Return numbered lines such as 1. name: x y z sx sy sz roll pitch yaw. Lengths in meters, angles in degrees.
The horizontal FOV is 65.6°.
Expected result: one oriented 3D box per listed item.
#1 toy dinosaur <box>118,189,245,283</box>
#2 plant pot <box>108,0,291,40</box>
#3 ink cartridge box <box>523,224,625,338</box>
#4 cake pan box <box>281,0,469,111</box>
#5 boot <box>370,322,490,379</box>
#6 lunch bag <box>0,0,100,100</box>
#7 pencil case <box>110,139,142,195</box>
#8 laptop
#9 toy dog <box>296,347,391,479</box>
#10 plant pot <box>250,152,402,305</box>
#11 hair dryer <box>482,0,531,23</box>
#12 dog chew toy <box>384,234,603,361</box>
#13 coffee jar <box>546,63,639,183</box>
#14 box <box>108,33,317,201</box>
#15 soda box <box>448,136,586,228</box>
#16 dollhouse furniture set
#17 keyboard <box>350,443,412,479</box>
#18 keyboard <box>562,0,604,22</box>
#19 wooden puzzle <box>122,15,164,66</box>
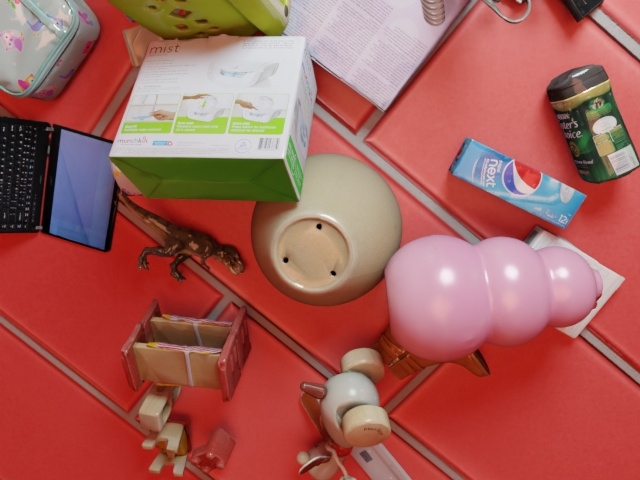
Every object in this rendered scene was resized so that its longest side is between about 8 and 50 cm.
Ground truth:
1. toy dinosaur: -0.281 0.015 0.955 0.268 0.064 0.118 30 103 -21
2. plant pot: -0.157 -0.423 0.725 0.207 0.227 0.228 7 94 16
3. ink cartridge box: 0.427 0.075 0.901 0.179 0.045 0.145 29 106 -9
4. cake pan box: 0.077 -0.386 0.814 0.267 0.070 0.245 36 104 -2
5. boot: 0.207 0.221 0.950 0.197 0.073 0.152 44 105 8
6. lunch bag: -0.551 -0.409 0.877 0.279 0.108 0.224 44 106 -4
7. pencil case: -0.233 -0.145 0.897 0.274 0.113 0.124 -3 87 8
8. laptop: -0.540 -0.100 0.940 0.137 0.265 0.234 28 110 39
9. toy dog: 0.009 0.351 0.936 0.161 0.220 0.333 14 106 -12
10. plant pot: 0.000 0.000 0.860 0.285 0.191 0.283 2 105 8
11. hair dryer: 0.208 -0.445 0.704 0.293 0.223 0.080 42 130 -2
12. dog chew toy: 0.274 0.085 0.804 0.332 0.206 0.206 -5 103 7
13. coffee jar: 0.434 -0.188 0.797 0.079 0.096 0.184 -25 99 11
14. box: -0.153 -0.191 0.773 0.262 0.126 0.230 1 64 10
15. soda box: 0.331 -0.100 0.847 0.210 0.071 0.067 26 107 1
16. dollhouse furniture set: -0.255 0.315 1.023 0.202 0.152 0.373 6 122 6
17. keyboard: 0.105 0.453 1.055 0.072 0.014 0.256 -36 96 20
18. keyboard: 0.361 -0.422 0.766 0.108 0.023 0.180 -40 96 -22
19. wooden puzzle: -0.317 -0.357 0.907 0.079 0.014 0.116 -5 104 5
